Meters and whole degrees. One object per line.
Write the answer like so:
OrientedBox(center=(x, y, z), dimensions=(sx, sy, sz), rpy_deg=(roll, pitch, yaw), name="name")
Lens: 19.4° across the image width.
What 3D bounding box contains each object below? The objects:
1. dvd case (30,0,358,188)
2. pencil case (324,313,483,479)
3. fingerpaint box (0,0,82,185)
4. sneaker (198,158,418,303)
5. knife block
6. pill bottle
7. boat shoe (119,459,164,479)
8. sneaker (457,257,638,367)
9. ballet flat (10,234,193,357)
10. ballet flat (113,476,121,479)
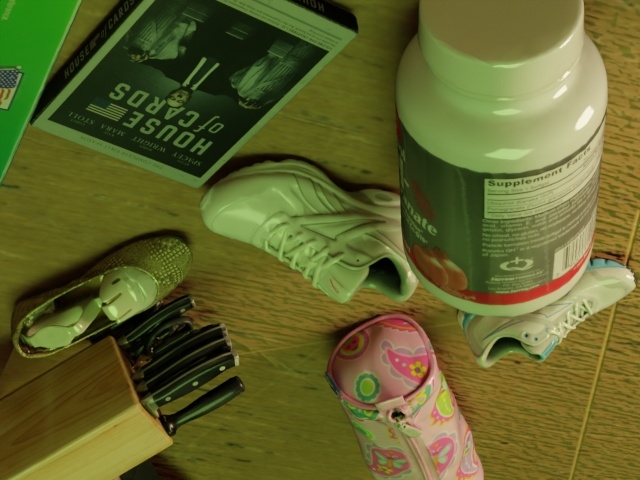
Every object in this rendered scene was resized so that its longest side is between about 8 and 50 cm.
OrientedBox(center=(-0.110, -0.145, 1.584), dimensions=(0.179, 0.029, 0.238), rpy_deg=(21, 134, -33), name="dvd case")
OrientedBox(center=(0.094, 0.197, 2.004), dimensions=(0.124, 0.124, 0.284), rpy_deg=(-14, 144, 7), name="pencil case")
OrientedBox(center=(-0.193, -0.307, 1.066), dimensions=(0.163, 0.371, 0.445), rpy_deg=(11, 138, -21), name="fingerpaint box")
OrientedBox(center=(0.000, 0.000, 1.724), dimensions=(0.232, 0.115, 0.090), rpy_deg=(10, 139, -24), name="sneaker")
OrientedBox(center=(-0.205, 0.179, 1.827), dimensions=(0.242, 0.276, 0.088), rpy_deg=(8, 151, 29), name="knife block")
OrientedBox(center=(0.152, -0.091, 1.585), dimensions=(0.176, 0.176, 0.318), rpy_deg=(-8, 143, -1), name="pill bottle")
OrientedBox(center=(-0.227, 0.310, 2.107), dimensions=(0.120, 0.122, 0.324), rpy_deg=(11, 148, 25), name="boat shoe")
OrientedBox(center=(0.238, 0.082, 1.913), dimensions=(0.190, 0.083, 0.071), rpy_deg=(-22, 140, 15), name="sneaker")
OrientedBox(center=(-0.212, 0.063, 1.796), dimensions=(0.206, 0.067, 0.073), rpy_deg=(-28, 117, 21), name="ballet flat")
OrientedBox(center=(-0.332, 0.241, 1.958), dimensions=(0.316, 0.106, 0.107), rpy_deg=(12, -173, 27), name="ballet flat")
